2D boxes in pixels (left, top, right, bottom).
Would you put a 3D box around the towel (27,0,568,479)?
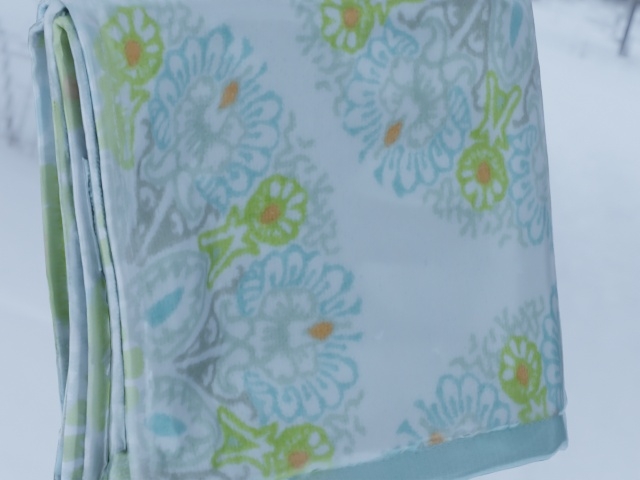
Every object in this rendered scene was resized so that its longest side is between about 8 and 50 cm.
[{"bbox_3d":[0.000,0.000,1.152,0.374,0.321,0.090,-6,6,-37],"label":"towel"}]
